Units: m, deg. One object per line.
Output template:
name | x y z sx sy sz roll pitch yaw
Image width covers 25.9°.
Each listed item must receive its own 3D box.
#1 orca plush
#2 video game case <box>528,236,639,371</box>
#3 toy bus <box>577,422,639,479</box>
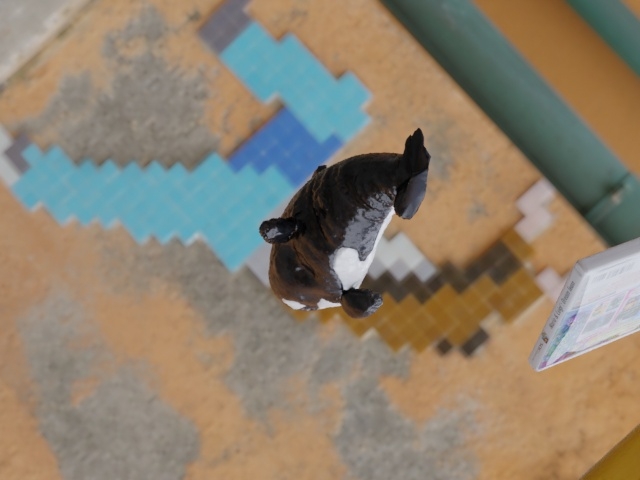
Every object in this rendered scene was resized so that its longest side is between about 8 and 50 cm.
orca plush | 0.000 0.000 1.254 0.102 0.151 0.287 -9 175 -26
video game case | 0.267 0.046 1.229 0.157 0.019 0.143 -18 146 -27
toy bus | 0.223 0.309 1.237 0.333 0.108 0.130 -39 148 -15
